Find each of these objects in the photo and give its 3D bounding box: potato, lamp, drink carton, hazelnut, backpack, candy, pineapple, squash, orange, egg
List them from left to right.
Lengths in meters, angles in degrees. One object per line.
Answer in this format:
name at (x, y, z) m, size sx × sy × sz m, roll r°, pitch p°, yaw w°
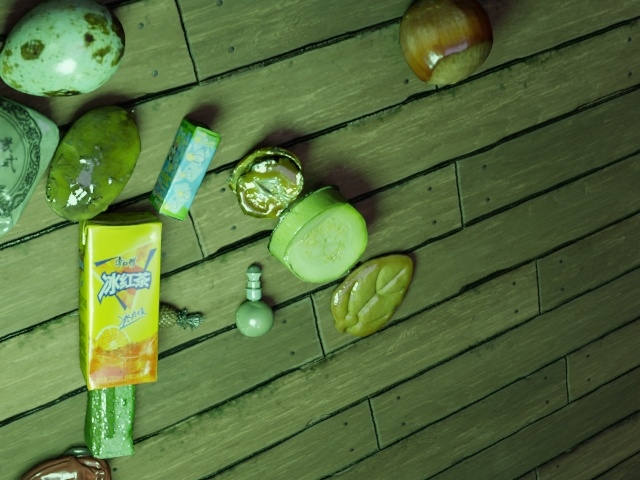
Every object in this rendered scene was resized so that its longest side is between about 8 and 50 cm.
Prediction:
backpack at (-0.574, 0.577, 1.737) m, size 0.229 × 0.139 × 0.230 m, roll -12°, pitch 116°, yaw -25°
egg at (-0.460, -0.339, 1.396) m, size 0.231 × 0.169 × 0.169 m, roll -23°, pitch 120°, yaw -7°
potato at (-0.434, -0.151, 1.512) m, size 0.149 × 0.113 × 0.251 m, roll 37°, pitch 85°, yaw -29°
drink carton at (-0.419, 0.121, 1.629) m, size 0.154 × 0.111 × 0.352 m, roll -3°, pitch 108°, yaw -27°
pineapple at (-0.320, 0.173, 1.760) m, size 0.124 × 0.058 × 0.058 m, roll 9°, pitch 107°, yaw -44°
candy at (-0.279, -0.147, 1.610) m, size 0.062 × 0.097 × 0.195 m, roll 19°, pitch 100°, yaw -33°
lamp at (-0.152, 0.138, 1.810) m, size 0.090 × 0.091 × 0.164 m, roll -3°, pitch 98°, yaw -26°
orange at (-0.111, -0.129, 1.695) m, size 0.169 × 0.112 × 0.160 m, roll 5°, pitch 114°, yaw 13°
squash at (-0.007, -0.012, 1.740) m, size 0.220 × 0.133 × 0.220 m, roll -30°, pitch 151°, yaw -19°
hazelnut at (0.276, -0.449, 1.727) m, size 0.214 × 0.176 × 0.215 m, roll 4°, pitch 80°, yaw -23°

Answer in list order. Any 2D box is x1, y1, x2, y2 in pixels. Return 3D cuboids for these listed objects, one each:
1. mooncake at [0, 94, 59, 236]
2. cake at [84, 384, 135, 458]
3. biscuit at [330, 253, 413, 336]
mooncake at (-0.625, -0.149, 1.411) m, size 0.254 × 0.136 × 0.250 m, roll 22°, pitch 96°, yaw -33°
cake at (-0.458, 0.366, 1.735) m, size 0.100 × 0.099 × 0.236 m, roll 1°, pitch 109°, yaw -29°
biscuit at (0.135, 0.133, 1.974) m, size 0.260 × 0.041 × 0.203 m, roll -44°, pitch 123°, yaw -3°
